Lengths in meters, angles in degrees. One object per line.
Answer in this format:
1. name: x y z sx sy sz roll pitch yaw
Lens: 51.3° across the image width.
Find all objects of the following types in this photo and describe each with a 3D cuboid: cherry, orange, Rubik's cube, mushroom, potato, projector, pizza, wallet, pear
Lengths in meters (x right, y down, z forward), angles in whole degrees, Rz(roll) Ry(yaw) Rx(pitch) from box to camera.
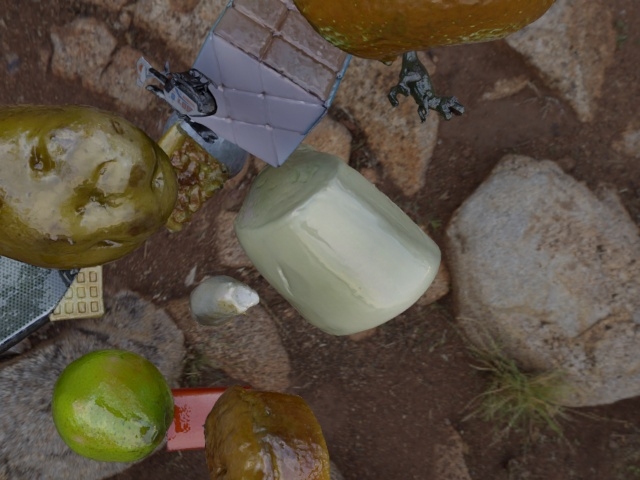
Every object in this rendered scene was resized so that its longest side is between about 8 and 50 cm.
1. cherry: -0.300 -0.276 1.812 0.218 0.255 0.296 31 33 20
2. orange: 0.119 -0.346 0.721 0.335 0.196 0.262 -2 90 9
3. Rubik's cube: -0.092 -0.304 1.172 0.221 0.231 0.224 30 56 -14
4. mushroom: -0.215 0.131 1.399 0.123 0.351 0.095 12 77 -15
5. potato: -0.306 -0.061 0.657 0.195 0.369 0.176 -51 139 -40
6. projector: -0.769 0.119 1.428 0.405 0.395 0.242 -37 110 -28
7. pizza: -0.283 -0.129 1.449 0.197 0.292 0.058 -7 43 -28
8. wallet: -0.260 0.414 1.562 0.205 0.045 0.142 1 77 -18
9. pear: -0.335 0.277 1.104 0.187 0.220 0.187 -26 121 -53

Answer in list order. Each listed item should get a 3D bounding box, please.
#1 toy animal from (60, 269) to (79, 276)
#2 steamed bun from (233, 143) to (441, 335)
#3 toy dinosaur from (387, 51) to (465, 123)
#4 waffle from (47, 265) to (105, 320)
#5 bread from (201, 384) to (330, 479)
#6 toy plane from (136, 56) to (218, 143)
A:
1. toy animal: -0.491 -0.003 1.281 0.270 0.082 0.137 -15 81 -3
2. steamed bun: 0.000 0.000 1.393 0.371 0.456 0.290 42 87 -15
3. toy dinosaur: 0.228 -0.332 1.360 0.187 0.087 0.179 44 73 -5
4. waffle: -0.436 0.067 1.195 0.098 0.023 0.152 1 78 -22
5. bread: -0.062 0.271 0.810 0.129 0.134 0.260 -2 49 -22
6. toy plane: -0.223 -0.232 1.035 0.197 0.078 0.053 37 40 22
